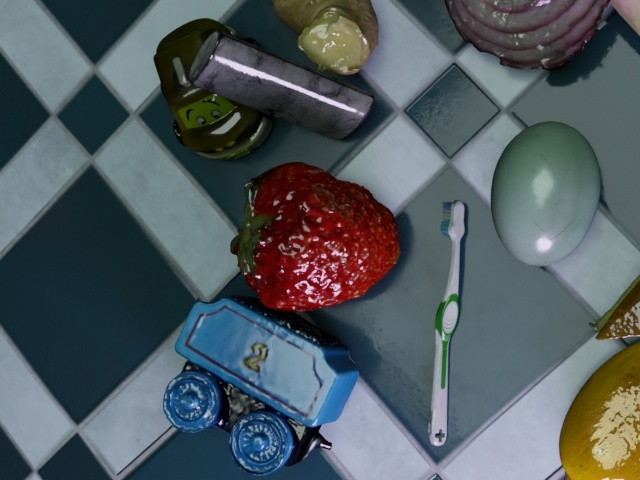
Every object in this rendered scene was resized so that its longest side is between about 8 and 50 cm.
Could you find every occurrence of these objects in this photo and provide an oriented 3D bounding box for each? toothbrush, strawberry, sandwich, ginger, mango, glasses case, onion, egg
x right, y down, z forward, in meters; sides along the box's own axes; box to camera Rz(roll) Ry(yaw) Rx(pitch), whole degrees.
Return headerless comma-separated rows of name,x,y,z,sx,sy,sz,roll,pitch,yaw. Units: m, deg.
toothbrush,0.214,0.140,1.597,0.040,0.042,0.417,1,88,58
strawberry,0.000,0.000,1.580,0.277,0.257,0.257,3,89,-17
sandwich,0.537,0.085,1.457,0.128,0.122,0.235,42,103,18
ginger,0.009,-0.398,1.633,0.267,0.152,0.138,56,131,30
mango,0.486,0.273,1.466,0.176,0.119,0.316,35,95,22
glasses case,-0.061,-0.258,1.577,0.114,0.299,0.060,-46,38,42
onion,0.343,-0.425,1.530,0.315,0.146,0.279,12,113,33
egg,0.354,-0.073,1.493,0.168,0.168,0.230,11,96,18

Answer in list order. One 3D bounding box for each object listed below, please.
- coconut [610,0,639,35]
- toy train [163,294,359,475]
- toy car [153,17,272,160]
coconut,0.518,-0.403,1.461,0.147,0.147,0.152,-39,81,13
toy train,-0.100,0.244,1.625,0.300,0.188,0.265,26,91,18
toy car,-0.206,-0.271,1.664,0.204,0.198,0.247,-21,83,15
